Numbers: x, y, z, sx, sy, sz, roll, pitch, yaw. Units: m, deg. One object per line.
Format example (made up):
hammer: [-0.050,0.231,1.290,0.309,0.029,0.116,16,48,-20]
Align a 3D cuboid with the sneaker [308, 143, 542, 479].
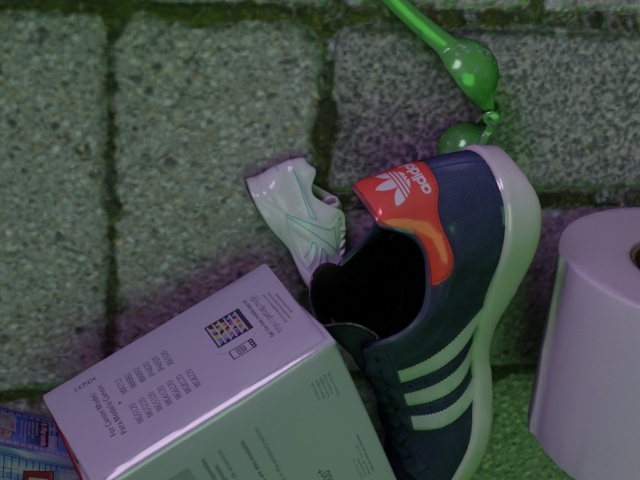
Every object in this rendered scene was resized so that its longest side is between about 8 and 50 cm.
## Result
sneaker: [0.059,0.084,0.869,0.148,0.131,0.350,-8,124,-22]

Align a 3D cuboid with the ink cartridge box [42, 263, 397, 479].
ink cartridge box: [-0.081,0.222,0.871,0.272,0.130,0.309,-31,127,-12]

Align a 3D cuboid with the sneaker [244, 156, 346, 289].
sneaker: [0.000,0.000,0.883,0.061,0.053,0.152,-31,117,-1]

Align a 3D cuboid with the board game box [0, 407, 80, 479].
board game box: [-0.246,0.227,0.927,0.194,0.060,0.194,4,113,-14]

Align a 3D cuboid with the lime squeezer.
lime squeezer: [0.091,-0.091,0.860,0.110,0.059,0.310,-15,118,-7]

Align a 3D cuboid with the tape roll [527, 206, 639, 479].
tape roll: [0.304,0.094,0.889,0.246,0.246,0.169,-1,114,-12]
